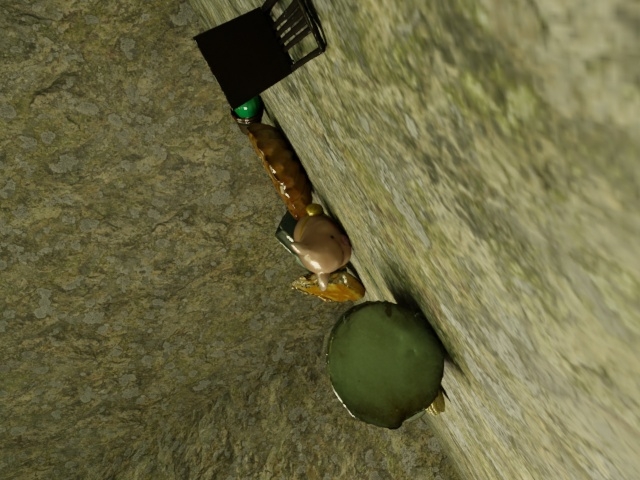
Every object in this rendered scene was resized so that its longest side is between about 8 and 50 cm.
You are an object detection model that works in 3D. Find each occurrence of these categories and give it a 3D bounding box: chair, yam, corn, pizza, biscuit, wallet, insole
[{"bbox_3d":[-0.070,-0.199,0.466,0.084,0.102,0.212,61,179,-20],"label":"chair"},{"bbox_3d":[0.101,0.207,0.805,0.195,0.195,0.300,60,176,10],"label":"yam"},{"bbox_3d":[0.222,0.309,0.993,0.165,0.063,0.085,59,169,-6],"label":"corn"},{"bbox_3d":[0.022,0.164,1.597,0.189,0.297,0.071,36,-123,-38],"label":"pizza"},{"bbox_3d":[-0.117,-0.220,1.367,0.325,0.107,0.326,58,175,8],"label":"biscuit"},{"bbox_3d":[-0.033,0.049,1.737,0.360,0.083,0.252,44,-161,-10],"label":"wallet"},{"bbox_3d":[0.151,0.134,1.135,0.152,0.002,0.053,60,178,-4],"label":"insole"}]

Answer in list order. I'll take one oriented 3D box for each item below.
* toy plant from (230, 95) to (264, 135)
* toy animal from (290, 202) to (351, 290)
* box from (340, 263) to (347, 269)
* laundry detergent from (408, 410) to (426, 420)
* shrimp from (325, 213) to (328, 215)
[{"bbox_3d":[-0.233,-0.430,1.391,0.200,0.105,0.142,93,166,-53],"label":"toy plant"},{"bbox_3d":[-0.003,-0.001,1.206,0.165,0.149,0.248,45,-165,-19],"label":"toy animal"},{"bbox_3d":[0.016,-0.020,1.736,0.269,0.044,0.152,60,-178,28],"label":"box"},{"bbox_3d":[0.295,0.537,1.720,0.263,0.125,0.398,59,180,12],"label":"laundry detergent"},{"bbox_3d":[0.027,-0.047,1.370,0.083,0.023,0.114,64,171,-24],"label":"shrimp"}]
